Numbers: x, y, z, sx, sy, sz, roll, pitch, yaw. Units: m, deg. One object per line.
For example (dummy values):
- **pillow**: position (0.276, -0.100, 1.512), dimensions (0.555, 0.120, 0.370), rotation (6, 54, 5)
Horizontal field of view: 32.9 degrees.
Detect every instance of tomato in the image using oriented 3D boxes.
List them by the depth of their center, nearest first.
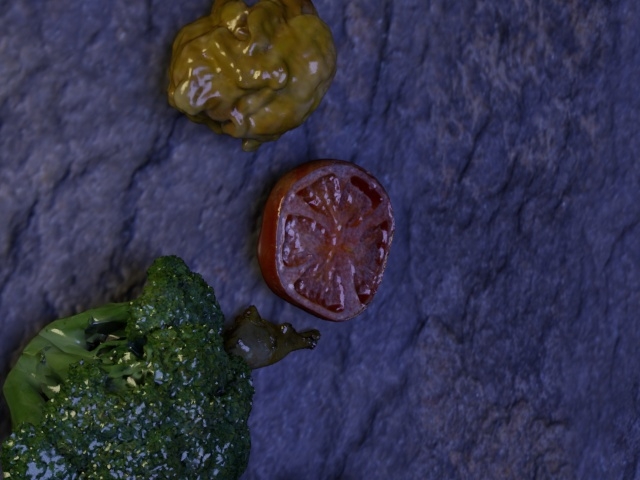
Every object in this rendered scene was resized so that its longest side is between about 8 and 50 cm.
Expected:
- **tomato**: position (0.000, 0.000, 1.574), dimensions (0.236, 0.095, 0.237), rotation (-2, 93, -35)

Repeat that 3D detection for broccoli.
- **broccoli**: position (-0.241, 0.232, 1.332), dimensions (0.310, 0.321, 0.413), rotation (23, 100, -24)

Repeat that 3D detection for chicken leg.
- **chicken leg**: position (-0.070, 0.139, 1.565), dimensions (0.178, 0.070, 0.093), rotation (4, 88, -41)

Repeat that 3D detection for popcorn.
- **popcorn**: position (-0.083, -0.231, 1.438), dimensions (0.253, 0.190, 0.191), rotation (-55, 127, -20)
